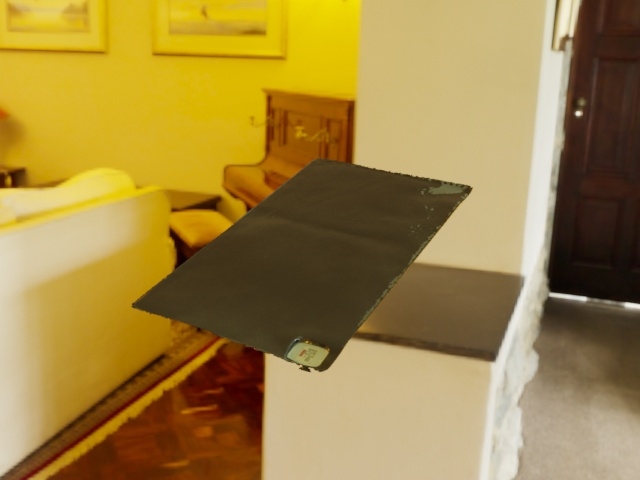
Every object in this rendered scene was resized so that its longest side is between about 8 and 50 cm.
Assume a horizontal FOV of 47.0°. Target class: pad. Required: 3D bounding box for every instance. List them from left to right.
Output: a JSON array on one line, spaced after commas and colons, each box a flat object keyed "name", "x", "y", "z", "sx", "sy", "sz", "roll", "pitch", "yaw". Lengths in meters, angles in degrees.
[{"name": "pad", "x": 0.000, "y": 0.000, "z": 0.414, "sx": 0.116, "sy": 0.004, "sz": 0.193, "roll": 14, "pitch": 36, "yaw": 26}]
